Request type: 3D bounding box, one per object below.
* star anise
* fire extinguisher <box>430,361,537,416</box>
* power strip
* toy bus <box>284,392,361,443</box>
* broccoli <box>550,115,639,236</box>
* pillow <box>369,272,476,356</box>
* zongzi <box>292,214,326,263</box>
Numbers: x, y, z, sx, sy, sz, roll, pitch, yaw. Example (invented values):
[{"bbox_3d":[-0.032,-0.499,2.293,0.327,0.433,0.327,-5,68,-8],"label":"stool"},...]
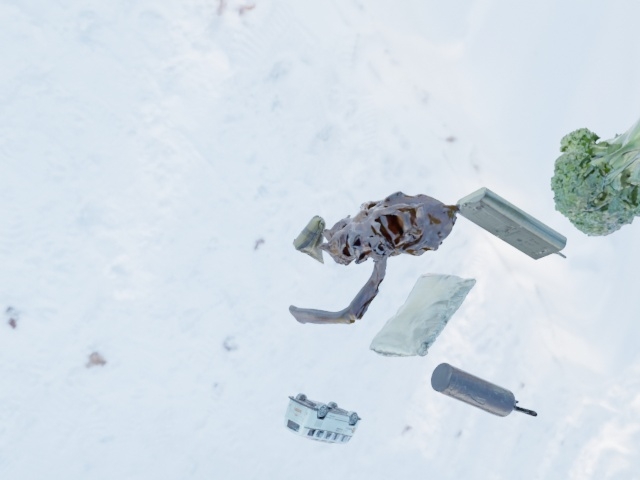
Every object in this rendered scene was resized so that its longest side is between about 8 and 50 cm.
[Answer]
[{"bbox_3d":[0.080,0.019,1.343,0.346,0.237,0.148,-42,100,4],"label":"star anise"},{"bbox_3d":[0.387,0.363,1.831,0.268,0.089,0.072,26,76,-25],"label":"fire extinguisher"},{"bbox_3d":[0.393,-0.024,1.559,0.268,0.092,0.034,29,60,-19],"label":"power strip"},{"bbox_3d":[0.006,0.402,1.739,0.194,0.087,0.089,25,83,-46],"label":"toy bus"},{"bbox_3d":[0.487,-0.141,1.343,0.254,0.186,0.302,-36,144,-8],"label":"broccoli"},{"bbox_3d":[0.187,0.134,1.421,0.229,0.128,0.050,-47,123,-39],"label":"pillow"},{"bbox_3d":[0.000,0.000,1.451,0.083,0.040,0.076,32,103,-32],"label":"zongzi"}]
